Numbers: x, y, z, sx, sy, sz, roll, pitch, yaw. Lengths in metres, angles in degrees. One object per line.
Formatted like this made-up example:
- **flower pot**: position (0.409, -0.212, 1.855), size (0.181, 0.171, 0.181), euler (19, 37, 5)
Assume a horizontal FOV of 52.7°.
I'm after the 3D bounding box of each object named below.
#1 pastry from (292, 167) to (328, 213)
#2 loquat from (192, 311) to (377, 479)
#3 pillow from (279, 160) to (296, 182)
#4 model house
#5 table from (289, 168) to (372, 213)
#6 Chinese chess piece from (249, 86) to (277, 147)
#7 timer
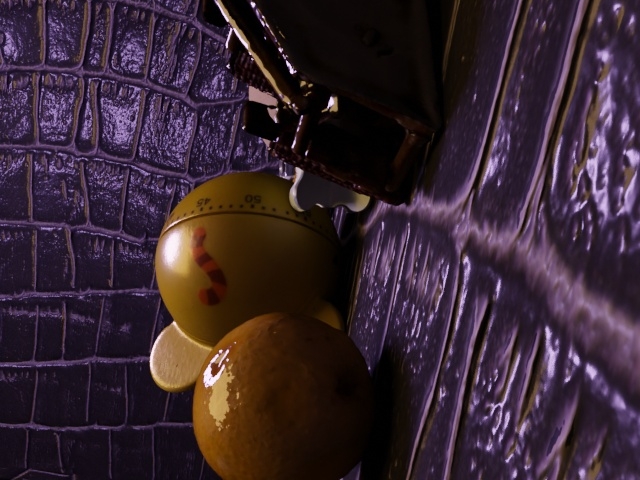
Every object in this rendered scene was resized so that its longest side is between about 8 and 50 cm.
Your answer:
- **pastry**: position (-0.016, -0.152, 1.576), size (0.154, 0.103, 0.249), euler (136, 144, -72)
- **loquat**: position (-0.040, 0.182, 0.723), size (0.208, 0.208, 0.207), euler (-171, 90, -85)
- **pillow**: position (-0.065, -0.137, 1.707), size (0.161, 0.093, 0.334), euler (94, 179, -81)
- **model house**: position (-0.021, -0.179, 0.796), size (0.282, 0.317, 0.297), euler (114, 177, -56)
- **table**: position (0.016, -0.143, 1.023), size (0.166, 0.167, 0.198), euler (-171, 83, -85)
- **Chinese chess piece**: position (-0.045, -0.298, 1.417), size (0.273, 0.102, 0.273), euler (29, 133, 37)
- **timer**: position (-0.130, 0.080, 1.166), size (0.376, 0.377, 0.386), euler (108, 164, -60)
